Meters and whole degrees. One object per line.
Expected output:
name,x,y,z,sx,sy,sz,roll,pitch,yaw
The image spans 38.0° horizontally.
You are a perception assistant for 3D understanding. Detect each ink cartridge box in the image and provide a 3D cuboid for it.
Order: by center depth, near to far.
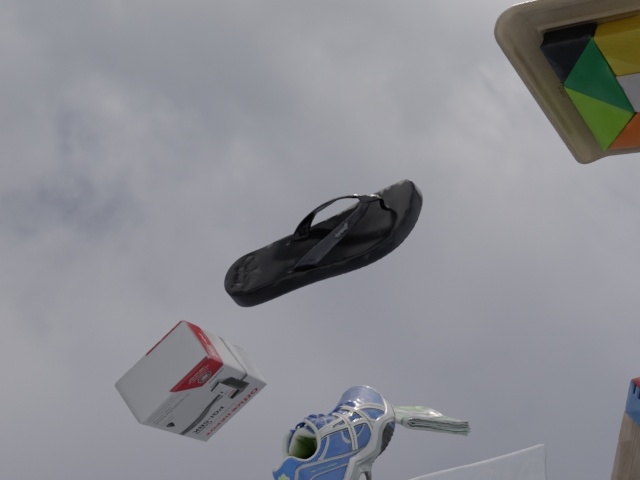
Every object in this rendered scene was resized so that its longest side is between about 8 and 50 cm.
ink cartridge box,-0.130,0.149,0.964,0.099,0.135,0.056,-44,-120,4

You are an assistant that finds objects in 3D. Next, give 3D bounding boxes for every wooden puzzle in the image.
wooden puzzle,0.307,-0.149,0.845,0.221,0.238,0.044,44,-128,-37

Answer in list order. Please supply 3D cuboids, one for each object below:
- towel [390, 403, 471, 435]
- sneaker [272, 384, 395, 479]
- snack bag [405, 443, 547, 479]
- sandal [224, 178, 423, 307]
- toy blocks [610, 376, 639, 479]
towel,0.146,0.266,1.418,0.113,0.152,0.023,11,-92,-20
sneaker,0.015,0.195,0.916,0.081,0.080,0.211,44,-157,-5
snack bag,0.081,0.345,0.679,0.323,0.037,0.343,-2,-96,-37
sandal,0.000,0.001,1.059,0.054,0.254,0.097,57,-169,-35
toy blocks,0.572,0.271,1.288,0.381,0.191,0.261,2,-73,-9
